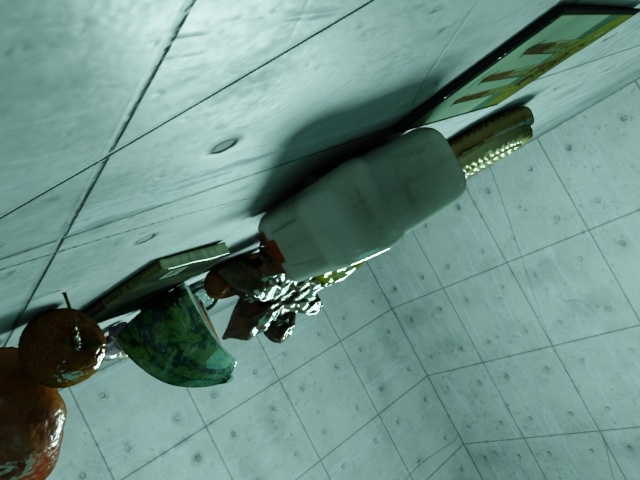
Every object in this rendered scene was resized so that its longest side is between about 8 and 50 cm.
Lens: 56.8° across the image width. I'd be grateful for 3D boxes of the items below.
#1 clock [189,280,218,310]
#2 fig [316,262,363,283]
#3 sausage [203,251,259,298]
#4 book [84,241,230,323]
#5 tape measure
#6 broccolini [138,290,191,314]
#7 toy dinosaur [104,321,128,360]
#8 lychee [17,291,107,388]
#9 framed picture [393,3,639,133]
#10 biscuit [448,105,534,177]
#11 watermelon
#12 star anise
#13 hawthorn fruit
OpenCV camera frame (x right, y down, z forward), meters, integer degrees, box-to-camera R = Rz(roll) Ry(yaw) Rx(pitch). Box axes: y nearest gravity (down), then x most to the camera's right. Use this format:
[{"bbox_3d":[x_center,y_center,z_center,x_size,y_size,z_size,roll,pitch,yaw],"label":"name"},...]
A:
[{"bbox_3d":[-0.270,0.129,1.342,0.085,0.017,0.085,-20,131,-24],"label":"clock"},{"bbox_3d":[0.000,0.000,0.996,0.165,0.144,0.154,-6,140,-49],"label":"fig"},{"bbox_3d":[-0.166,0.072,1.270,0.076,0.076,0.197,-31,176,37],"label":"sausage"},{"bbox_3d":[-0.268,0.073,0.926,0.228,0.024,0.160,-30,175,28],"label":"book"},{"bbox_3d":[0.047,-0.048,0.809,0.265,0.130,0.258,-31,-178,-21],"label":"tape measure"},{"bbox_3d":[-0.304,0.123,1.190,0.123,0.062,0.271,-36,177,-25],"label":"broccolini"},{"bbox_3d":[-0.516,0.247,1.355,0.251,0.072,0.200,-16,167,6],"label":"toy dinosaur"},{"bbox_3d":[-0.328,0.134,0.748,0.101,0.114,0.140,-52,-155,-22],"label":"lychee"},{"bbox_3d":[0.266,-0.229,0.783,0.323,0.013,0.244,-25,175,-47],"label":"framed picture"},{"bbox_3d":[0.336,-0.192,1.256,0.259,0.079,0.259,-28,177,-2],"label":"biscuit"},{"bbox_3d":[-0.255,0.175,1.093,0.223,0.180,0.305,14,164,-3],"label":"watermelon"},{"bbox_3d":[-0.089,0.091,1.187,0.315,0.108,0.315,-28,143,-24],"label":"star anise"},{"bbox_3d":[-0.469,0.254,0.772,0.243,0.208,0.207,-5,161,-45],"label":"hawthorn fruit"}]
